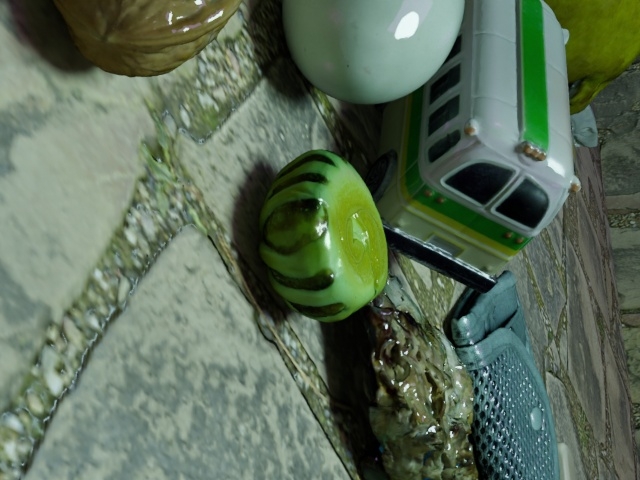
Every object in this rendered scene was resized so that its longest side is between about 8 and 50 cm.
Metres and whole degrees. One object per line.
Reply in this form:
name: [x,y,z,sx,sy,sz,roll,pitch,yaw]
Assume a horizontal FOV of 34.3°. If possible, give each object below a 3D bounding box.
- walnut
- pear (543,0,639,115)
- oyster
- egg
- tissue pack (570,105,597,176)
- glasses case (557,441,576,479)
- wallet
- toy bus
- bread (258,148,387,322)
walnut: [-0.094,-0.140,0.561,0.124,0.105,0.105,-73,146,-43]
pear: [0.274,-0.366,1.296,0.352,0.352,0.413,-1,96,-69]
oyster: [0.079,0.129,0.895,0.198,0.092,0.259,15,63,-71]
egg: [0.043,-0.193,0.863,0.209,0.151,0.151,-68,142,-54]
tissue pack: [0.394,-0.199,1.784,0.229,0.145,0.159,46,39,-55]
glasses case: [0.349,0.393,1.511,0.083,0.050,0.196,43,41,-54]
wallet: [0.243,0.224,1.295,0.237,0.075,0.342,-33,111,-65]
toy bus: [0.150,-0.127,1.010,0.143,0.179,0.305,26,45,-17]
bread: [0.000,0.000,0.769,0.139,0.071,0.130,-59,136,-59]
